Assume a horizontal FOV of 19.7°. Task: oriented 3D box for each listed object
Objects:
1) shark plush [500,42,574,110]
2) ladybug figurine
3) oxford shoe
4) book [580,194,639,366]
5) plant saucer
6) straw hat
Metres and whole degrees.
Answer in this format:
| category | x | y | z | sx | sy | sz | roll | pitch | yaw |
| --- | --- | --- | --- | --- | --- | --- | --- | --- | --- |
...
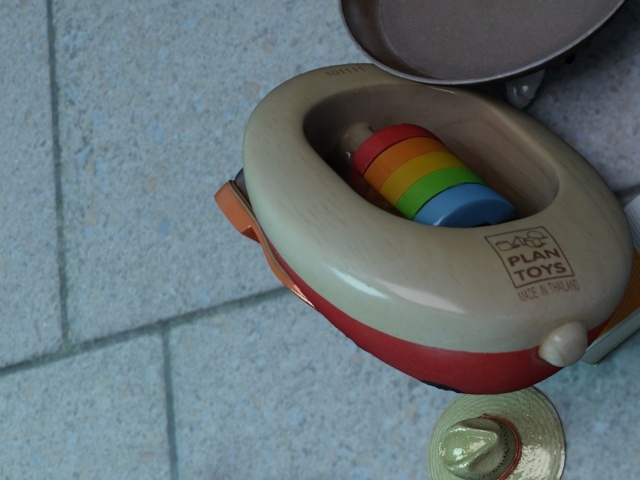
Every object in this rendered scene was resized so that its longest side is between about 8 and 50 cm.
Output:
| category | x | y | z | sx | sy | sz | roll | pitch | yaw |
| --- | --- | --- | --- | --- | --- | --- | --- | --- | --- |
| shark plush | 0.172 | -0.202 | 1.751 | 0.161 | 0.073 | 0.067 | 64 | 145 | 24 |
| ladybug figurine | 0.096 | -0.005 | 1.620 | 0.449 | 0.305 | 0.162 | -128 | 34 | -50 |
| oxford shoe | 0.000 | 0.000 | 1.793 | 0.098 | 0.097 | 0.271 | -49 | 55 | 8 |
| book | 0.268 | 0.029 | 1.633 | 0.144 | 0.035 | 0.096 | -41 | 55 | 20 |
| plant saucer | 0.166 | -0.256 | 1.716 | 0.311 | 0.050 | 0.310 | -13 | 51 | 17 |
| straw hat | 0.143 | 0.189 | 1.660 | 0.144 | 0.061 | 0.144 | -11 | 71 | 33 |
